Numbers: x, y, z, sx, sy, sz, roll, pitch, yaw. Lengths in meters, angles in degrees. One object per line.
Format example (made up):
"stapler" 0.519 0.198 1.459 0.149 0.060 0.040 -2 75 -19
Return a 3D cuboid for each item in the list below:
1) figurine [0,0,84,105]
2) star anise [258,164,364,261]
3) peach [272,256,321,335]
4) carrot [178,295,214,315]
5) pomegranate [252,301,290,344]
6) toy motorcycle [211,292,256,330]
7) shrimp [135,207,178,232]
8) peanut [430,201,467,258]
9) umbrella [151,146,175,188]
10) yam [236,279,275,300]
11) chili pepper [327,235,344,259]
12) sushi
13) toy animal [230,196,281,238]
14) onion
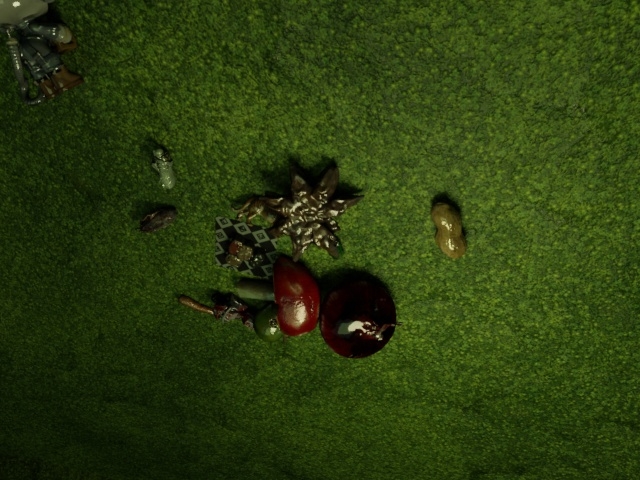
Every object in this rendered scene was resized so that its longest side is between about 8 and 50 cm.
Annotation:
"figurine" -0.759 -0.572 1.370 0.261 0.186 0.381 -17 117 21
"star anise" -0.020 -0.077 1.560 0.316 0.108 0.315 1 104 5
"peach" -0.075 0.181 1.748 0.154 0.159 0.267 -5 91 0
"carrot" -0.471 0.255 2.032 0.165 0.035 0.035 26 130 -8
"pomegranate" -0.153 0.306 1.910 0.152 0.131 0.191 -38 132 -4
"toy motorcycle" -0.310 0.266 1.939 0.213 0.122 0.082 30 116 -9
"shrimp" -0.560 -0.064 1.783 0.190 0.073 0.074 -25 112 26
"peanut" 0.369 -0.031 1.530 0.089 0.089 0.192 -8 120 22
"umbrella" -0.486 -0.226 1.638 0.062 0.067 0.143 43 152 37
"yam" -0.212 0.177 1.871 0.170 0.068 0.068 3 128 13
"chili pepper" 0.001 -0.004 1.677 0.182 0.050 0.073 33 138 -7
"sushi" -0.262 0.042 1.793 0.220 0.047 0.231 14 130 5
"toy animal" -0.165 -0.076 1.656 0.241 0.057 0.099 25 94 3
"onion" 0.135 0.267 1.711 0.273 0.285 0.272 -7 108 -24
